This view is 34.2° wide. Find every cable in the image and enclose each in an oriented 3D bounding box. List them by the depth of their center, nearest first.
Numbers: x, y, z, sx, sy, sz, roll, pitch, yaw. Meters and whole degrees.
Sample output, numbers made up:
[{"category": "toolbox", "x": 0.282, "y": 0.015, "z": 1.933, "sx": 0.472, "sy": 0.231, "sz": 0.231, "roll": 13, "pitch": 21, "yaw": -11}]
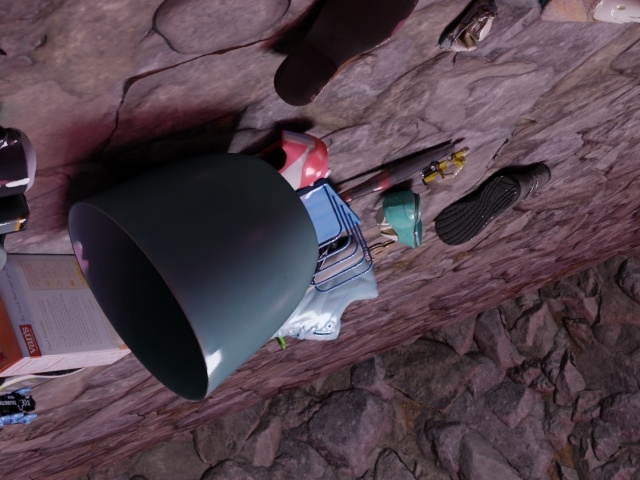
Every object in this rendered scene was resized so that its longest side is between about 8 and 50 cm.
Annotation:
[{"category": "cable", "x": -0.022, "y": 0.051, "z": 1.910, "sx": 0.184, "sy": 0.047, "sz": 0.150, "roll": -51, "pitch": 177, "yaw": -21}]

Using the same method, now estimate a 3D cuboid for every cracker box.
[{"category": "cracker box", "x": -0.378, "y": 0.102, "z": 1.469, "sx": 0.067, "sy": 0.156, "sz": 0.232, "roll": -31, "pitch": 163, "yaw": 25}]

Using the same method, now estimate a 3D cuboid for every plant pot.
[{"category": "plant pot", "x": -0.146, "y": 0.020, "z": 1.351, "sx": 0.235, "sy": 0.293, "sz": 0.293, "roll": -35, "pitch": 171, "yaw": -27}]

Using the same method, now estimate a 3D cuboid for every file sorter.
[{"category": "file sorter", "x": 0.000, "y": 0.000, "z": 1.675, "sx": 0.118, "sy": 0.104, "sz": 0.170, "roll": -26, "pitch": 153, "yaw": 10}]

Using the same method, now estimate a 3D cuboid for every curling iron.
[{"category": "curling iron", "x": 0.105, "y": -0.105, "z": 1.766, "sx": 0.274, "sy": 0.035, "sz": 0.068, "roll": -28, "pitch": -173, "yaw": -6}]

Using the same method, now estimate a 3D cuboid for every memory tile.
[{"category": "memory tile", "x": 0.087, "y": 0.039, "z": 2.256, "sx": 0.148, "sy": 0.012, "sz": 0.113, "roll": -15, "pitch": 162, "yaw": -30}]

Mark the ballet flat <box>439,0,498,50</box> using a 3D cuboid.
[{"category": "ballet flat", "x": 0.190, "y": -0.266, "z": 1.334, "sx": 0.041, "sy": 0.041, "sz": 0.114, "roll": -15, "pitch": 163, "yaw": -32}]

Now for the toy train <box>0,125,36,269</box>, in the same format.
[{"category": "toy train", "x": -0.435, "y": -0.026, "z": 1.009, "sx": 0.334, "sy": 0.142, "sz": 0.190, "roll": -14, "pitch": 152, "yaw": -35}]

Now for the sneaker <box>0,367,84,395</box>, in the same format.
[{"category": "sneaker", "x": -0.502, "y": 0.197, "z": 1.742, "sx": 0.300, "sy": 0.111, "sz": 0.121, "roll": -15, "pitch": 175, "yaw": -17}]

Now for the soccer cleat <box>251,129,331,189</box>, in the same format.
[{"category": "soccer cleat", "x": -0.091, "y": -0.079, "z": 1.485, "sx": 0.095, "sy": 0.083, "sz": 0.248, "roll": 23, "pitch": 138, "yaw": -37}]

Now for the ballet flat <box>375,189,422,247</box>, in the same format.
[{"category": "ballet flat", "x": 0.150, "y": -0.042, "z": 1.989, "sx": 0.087, "sy": 0.083, "sz": 0.247, "roll": -1, "pitch": 166, "yaw": 6}]

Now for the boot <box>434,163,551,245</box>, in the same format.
[{"category": "boot", "x": 0.370, "y": -0.073, "z": 2.205, "sx": 0.161, "sy": 0.083, "sz": 0.246, "roll": -17, "pitch": 165, "yaw": -47}]

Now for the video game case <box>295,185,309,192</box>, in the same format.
[{"category": "video game case", "x": -0.091, "y": -0.053, "z": 1.659, "sx": 0.157, "sy": 0.019, "sz": 0.143, "roll": -27, "pitch": 164, "yaw": 13}]

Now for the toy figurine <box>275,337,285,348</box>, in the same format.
[{"category": "toy figurine", "x": -0.041, "y": 0.134, "z": 2.170, "sx": 0.159, "sy": 0.130, "sz": 0.173, "roll": -32, "pitch": 146, "yaw": -8}]

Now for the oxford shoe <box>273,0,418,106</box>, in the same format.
[{"category": "oxford shoe", "x": 0.032, "y": -0.239, "z": 1.163, "sx": 0.212, "sy": 0.076, "sz": 0.076, "roll": -37, "pitch": -169, "yaw": 31}]

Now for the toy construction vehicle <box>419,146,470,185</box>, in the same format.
[{"category": "toy construction vehicle", "x": 0.214, "y": -0.123, "z": 1.802, "sx": 0.098, "sy": 0.035, "sz": 0.086, "roll": -27, "pitch": -176, "yaw": 29}]

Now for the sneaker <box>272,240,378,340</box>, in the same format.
[{"category": "sneaker", "x": -0.035, "y": 0.148, "z": 2.030, "sx": 0.366, "sy": 0.150, "sz": 0.135, "roll": -32, "pitch": -178, "yaw": -17}]

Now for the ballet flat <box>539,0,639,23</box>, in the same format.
[{"category": "ballet flat", "x": 0.425, "y": -0.342, "z": 1.314, "sx": 0.316, "sy": 0.106, "sz": 0.107, "roll": -34, "pitch": 163, "yaw": 31}]

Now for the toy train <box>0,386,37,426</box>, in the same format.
[{"category": "toy train", "x": -0.624, "y": 0.323, "z": 1.999, "sx": 0.105, "sy": 0.080, "sz": 0.184, "roll": -18, "pitch": 169, "yaw": 12}]
